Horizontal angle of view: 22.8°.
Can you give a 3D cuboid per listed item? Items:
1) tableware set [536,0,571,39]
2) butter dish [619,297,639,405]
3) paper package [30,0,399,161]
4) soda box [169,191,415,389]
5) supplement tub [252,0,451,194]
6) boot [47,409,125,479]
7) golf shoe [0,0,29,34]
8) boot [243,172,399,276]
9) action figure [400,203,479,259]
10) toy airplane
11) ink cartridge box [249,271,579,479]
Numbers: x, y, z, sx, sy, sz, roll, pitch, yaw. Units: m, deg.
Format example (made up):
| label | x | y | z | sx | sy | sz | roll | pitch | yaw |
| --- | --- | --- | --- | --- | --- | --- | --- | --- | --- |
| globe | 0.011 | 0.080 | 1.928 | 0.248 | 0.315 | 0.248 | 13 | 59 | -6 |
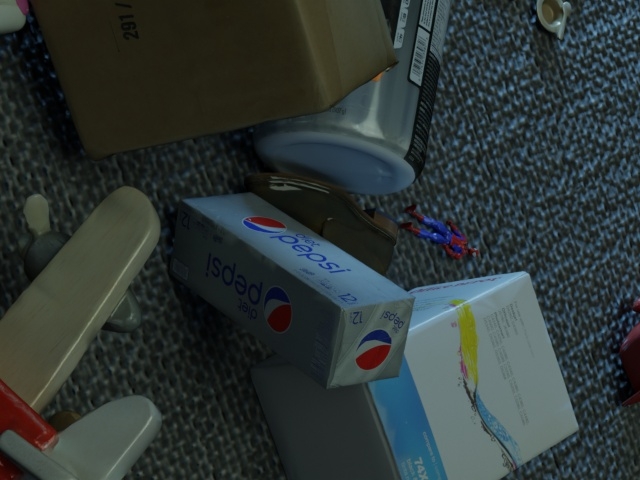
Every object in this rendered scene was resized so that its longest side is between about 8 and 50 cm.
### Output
| label | x | y | z | sx | sy | sz | roll | pitch | yaw |
| --- | --- | --- | --- | --- | --- | --- | --- | --- | --- |
| tableware set | 0.289 | -0.355 | 2.097 | 0.169 | 0.020 | 0.141 | 36 | 63 | -29 |
| butter dish | 0.456 | 0.122 | 2.088 | 0.160 | 0.160 | 0.118 | -26 | 76 | -37 |
| paper package | -0.122 | -0.269 | 1.539 | 0.168 | 0.310 | 0.324 | -43 | 119 | -57 |
| soda box | -0.034 | 0.045 | 1.613 | 0.098 | 0.286 | 0.091 | -7 | 117 | -39 |
| supplement tub | 0.042 | -0.225 | 1.775 | 0.194 | 0.194 | 0.316 | 22 | 69 | -33 |
| boot | -0.163 | 0.291 | 1.604 | 0.211 | 0.104 | 0.295 | -16 | 98 | -44 |
| golf shoe | -0.412 | -0.169 | 1.481 | 0.306 | 0.115 | 0.140 | -15 | 103 | -32 |
| boot | 0.000 | 0.000 | 1.777 | 0.219 | 0.082 | 0.106 | 22 | 67 | -35 |
| action figure | 0.150 | -0.005 | 1.929 | 0.115 | 0.030 | 0.038 | 29 | 61 | -33 |
| toy airplane | -0.313 | 0.150 | 1.392 | 0.386 | 0.272 | 0.384 | -8 | 73 | -6 |
| ink cartridge box | 0.107 | 0.175 | 1.758 | 0.270 | 0.198 | 0.197 | -24 | 97 | -37 |
